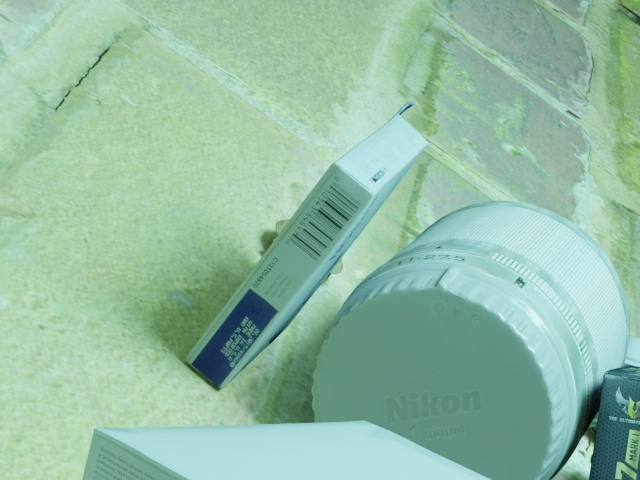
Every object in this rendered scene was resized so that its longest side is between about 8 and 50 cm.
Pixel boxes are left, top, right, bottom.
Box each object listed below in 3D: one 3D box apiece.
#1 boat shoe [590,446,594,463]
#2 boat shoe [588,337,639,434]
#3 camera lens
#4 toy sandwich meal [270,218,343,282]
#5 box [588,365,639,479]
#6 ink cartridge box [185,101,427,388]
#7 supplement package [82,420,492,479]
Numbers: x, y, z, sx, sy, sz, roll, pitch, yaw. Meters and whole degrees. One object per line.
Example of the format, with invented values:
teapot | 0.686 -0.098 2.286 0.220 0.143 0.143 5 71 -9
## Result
boat shoe | 0.341 0.279 1.545 0.254 0.079 0.095 38 38 21
boat shoe | 0.423 0.215 1.677 0.335 0.119 0.121 22 -19 19
camera lens | 0.131 0.096 1.418 0.219 0.219 0.274 40 25 7
toy sandwich meal | -0.015 0.013 1.603 0.085 0.029 0.085 32 20 -13
box | 0.258 0.198 1.395 0.059 0.183 0.232 9 0 15
ink cartridge box | 0.000 0.000 1.407 0.045 0.223 0.224 39 26 3
supplement package | 0.002 0.212 1.041 0.204 0.145 0.261 21 10 39
